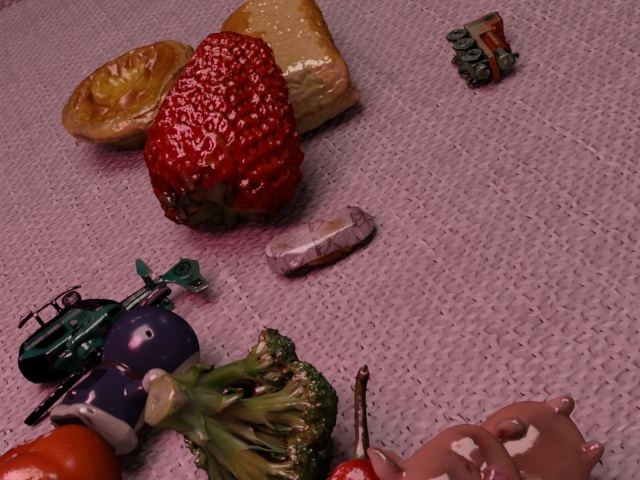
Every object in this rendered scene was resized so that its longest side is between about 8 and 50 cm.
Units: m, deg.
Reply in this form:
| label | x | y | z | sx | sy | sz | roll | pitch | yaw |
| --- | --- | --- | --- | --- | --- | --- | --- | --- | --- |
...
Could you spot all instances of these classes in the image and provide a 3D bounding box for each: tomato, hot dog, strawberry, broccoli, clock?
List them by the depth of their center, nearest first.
| label | x | y | z | sx | sy | sz | roll | pitch | yaw |
| --- | --- | --- | --- | --- | --- | --- | --- | --- | --- |
| broccoli | -0.106 | 0.249 | 1.482 | 0.254 | 0.269 | 0.269 | -56 | 36 | 9 |
| tomato | -0.381 | 0.363 | 1.553 | 0.260 | 0.180 | 0.260 | -36 | 0 | 0 |
| clock | -0.281 | 0.207 | 1.732 | 0.200 | 0.146 | 0.243 | -19 | 29 | 52 |
| hot dog | 0.000 | 0.000 | 1.898 | 0.192 | 0.053 | 0.099 | -25 | 36 | -2 |
| strawberry | -0.184 | -0.198 | 2.026 | 0.312 | 0.267 | 0.351 | -9 | 77 | 45 |

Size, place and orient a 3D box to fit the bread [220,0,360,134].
| label | x | y | z | sx | sy | sz | roll | pitch | yaw |
| --- | --- | --- | --- | --- | --- | --- | --- | --- | --- |
| bread | -0.076 | -0.348 | 2.285 | 0.237 | 0.165 | 0.375 | -27 | 37 | 5 |

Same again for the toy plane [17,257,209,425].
| label | x | y | z | sx | sy | sz | roll | pitch | yaw |
| --- | --- | --- | --- | --- | --- | --- | --- | --- | --- |
| toy plane | -0.364 | 0.141 | 1.918 | 0.382 | 0.106 | 0.155 | -35 | 42 | -13 |

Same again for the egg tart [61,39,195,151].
| label | x | y | z | sx | sy | sz | roll | pitch | yaw |
| --- | --- | --- | --- | --- | --- | --- | --- | --- | --- |
| egg tart | -0.387 | -0.296 | 2.446 | 0.341 | 0.132 | 0.341 | -18 | 35 | 13 |

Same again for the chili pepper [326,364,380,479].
| label | x | y | z | sx | sy | sz | roll | pitch | yaw |
| --- | --- | --- | --- | --- | --- | --- | --- | --- | --- |
| chili pepper | 0.055 | 0.332 | 1.378 | 0.134 | 0.131 | 0.338 | -37 | 32 | 31 |

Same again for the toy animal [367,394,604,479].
| label | x | y | z | sx | sy | sz | roll | pitch | yaw |
| --- | --- | --- | --- | --- | --- | --- | --- | --- | --- |
| toy animal | 0.195 | 0.272 | 1.324 | 0.250 | 0.154 | 0.166 | -16 | 59 | -27 |

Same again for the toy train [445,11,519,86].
| label | x | y | z | sx | sy | sz | roll | pitch | yaw |
| --- | --- | --- | --- | --- | --- | --- | --- | --- | --- |
| toy train | 0.303 | -0.354 | 2.132 | 0.118 | 0.074 | 0.176 | -22 | 33 | 1 |
